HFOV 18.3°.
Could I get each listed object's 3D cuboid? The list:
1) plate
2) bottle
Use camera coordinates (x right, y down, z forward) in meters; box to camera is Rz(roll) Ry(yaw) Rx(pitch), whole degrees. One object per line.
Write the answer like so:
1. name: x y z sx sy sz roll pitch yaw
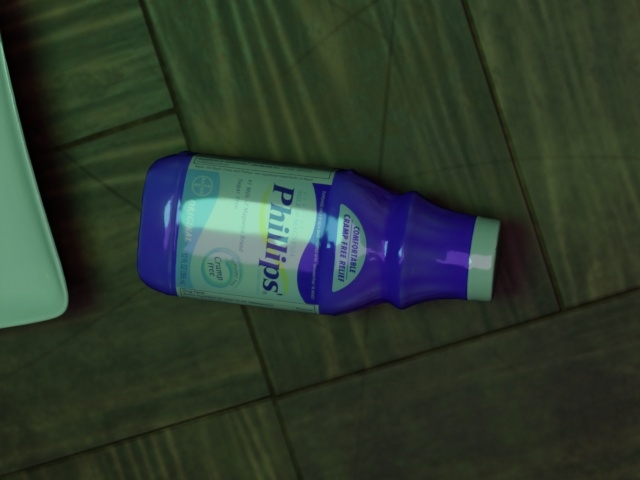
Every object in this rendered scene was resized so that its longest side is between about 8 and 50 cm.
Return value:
1. plate: -0.355 -0.051 1.621 0.278 0.045 0.277 -11 98 17
2. bottle: 0.000 0.000 1.571 0.282 0.092 0.118 8 98 8
